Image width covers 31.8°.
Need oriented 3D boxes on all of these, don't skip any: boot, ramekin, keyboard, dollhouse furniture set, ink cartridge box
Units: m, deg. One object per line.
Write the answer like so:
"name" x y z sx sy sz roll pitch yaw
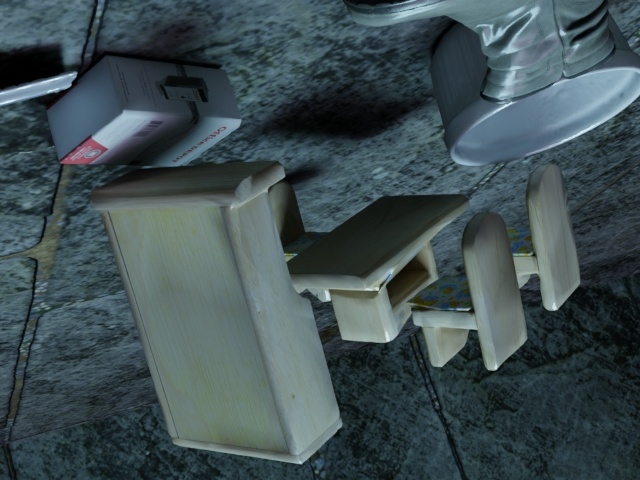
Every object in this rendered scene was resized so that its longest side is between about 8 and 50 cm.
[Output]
"boot" 0.142 -0.175 0.930 0.246 0.083 0.161 -18 134 -10
"ramekin" 0.209 -0.167 1.123 0.207 0.109 0.207 -17 165 -5
"keyboard" -0.315 -0.091 0.866 0.256 0.014 0.072 -19 -170 -20
"dollhouse furniture set" 0.000 0.000 1.115 0.362 0.256 0.394 0 -157 37
"ink cartridge box" -0.153 -0.109 0.983 0.099 0.056 0.135 -30 162 38
